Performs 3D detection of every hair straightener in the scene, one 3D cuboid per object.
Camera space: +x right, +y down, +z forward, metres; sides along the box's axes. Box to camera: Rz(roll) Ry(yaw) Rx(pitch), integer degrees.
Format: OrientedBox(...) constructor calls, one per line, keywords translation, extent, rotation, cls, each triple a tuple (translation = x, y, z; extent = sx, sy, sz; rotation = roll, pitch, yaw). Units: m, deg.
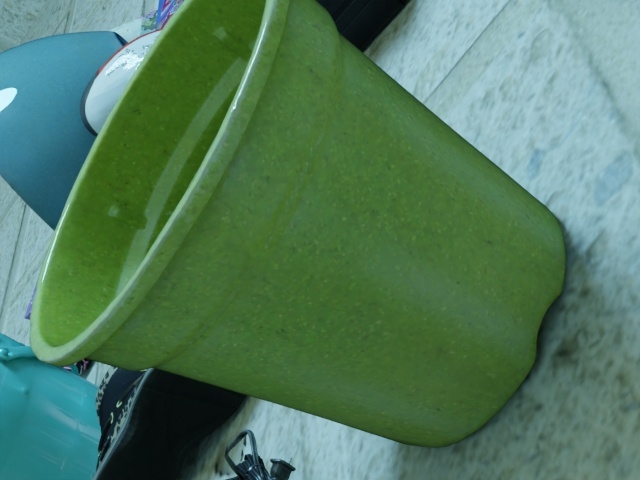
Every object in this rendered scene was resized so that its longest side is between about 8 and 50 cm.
OrientedBox(translation=(-0.037, 0.197, 0.949), extent=(0.089, 0.047, 0.230), rotation=(-60, 18, 3), cls="hair straightener")

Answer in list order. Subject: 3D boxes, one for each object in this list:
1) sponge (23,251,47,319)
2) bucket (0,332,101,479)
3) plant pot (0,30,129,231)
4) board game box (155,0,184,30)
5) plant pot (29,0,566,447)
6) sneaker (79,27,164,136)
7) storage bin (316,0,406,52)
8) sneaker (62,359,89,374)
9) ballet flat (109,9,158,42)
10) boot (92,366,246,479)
OrientedBox(translation=(-0.345, 0.030, 1.824), extent=(0.210, 0.031, 0.117), rotation=(-36, 33, 48), cls="sponge")
OrientedBox(translation=(-0.361, 0.233, 1.417), extent=(0.281, 0.183, 0.281), rotation=(-47, 26, 31), cls="bucket")
OrientedBox(translation=(-0.284, -0.145, 1.614), extent=(0.195, 0.290, 0.290), rotation=(-40, 25, 4), cls="plant pot")
OrientedBox(translation=(-0.095, -0.384, 1.702), extent=(0.347, 0.078, 0.233), rotation=(-49, 25, 29), cls="board game box")
OrientedBox(translation=(0.000, 0.000, 0.807), extent=(0.276, 0.254, 0.276), rotation=(-48, 25, 31), cls="plant pot")
OrientedBox(translation=(-0.139, -0.194, 1.450), extent=(0.270, 0.090, 0.145), rotation=(-33, 24, -9), cls="sneaker")
OrientedBox(translation=(-0.016, -0.264, 1.250), extent=(0.122, 0.180, 0.084), rotation=(-44, 29, 37), cls="storage bin")
OrientedBox(translation=(-0.286, 0.132, 1.572), extent=(0.119, 0.047, 0.057), rotation=(-49, 40, 37), cls="sneaker")
OrientedBox(translation=(-0.310, -0.282, 2.053), extent=(0.221, 0.079, 0.077), rotation=(-64, 21, -6), cls="ballet flat")
OrientedBox(translation=(-0.140, 0.125, 1.194), extent=(0.236, 0.085, 0.178), rotation=(-56, 20, 14), cls="boot")
